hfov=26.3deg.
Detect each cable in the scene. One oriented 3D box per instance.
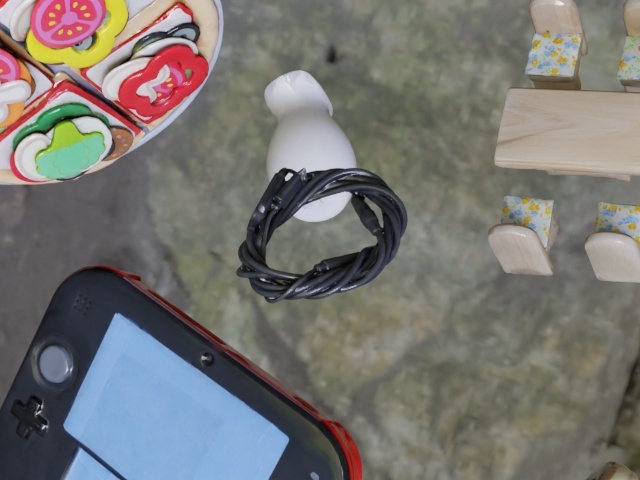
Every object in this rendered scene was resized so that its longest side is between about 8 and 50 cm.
[{"bbox_3d":[0.000,0.000,1.331,0.047,0.151,0.184,92,18,-46],"label":"cable"}]

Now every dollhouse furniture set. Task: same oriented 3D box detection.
[{"bbox_3d":[0.419,-0.156,1.773,0.256,0.394,0.362,52,47,-59],"label":"dollhouse furniture set"}]

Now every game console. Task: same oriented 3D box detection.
[{"bbox_3d":[-0.171,0.247,1.382,0.342,0.387,0.060,-61,157,11],"label":"game console"}]

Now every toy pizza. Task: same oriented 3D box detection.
[{"bbox_3d":[-0.147,-0.095,0.799,0.201,0.032,0.201,-21,149,-13],"label":"toy pizza"}]

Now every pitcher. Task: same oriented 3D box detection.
[{"bbox_3d":[-0.002,-0.116,1.956,0.178,0.125,0.207,39,30,-40],"label":"pitcher"}]

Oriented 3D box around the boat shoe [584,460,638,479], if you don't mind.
[{"bbox_3d":[0.122,0.290,0.755,0.121,0.110,0.341,33,81,-80],"label":"boat shoe"}]
